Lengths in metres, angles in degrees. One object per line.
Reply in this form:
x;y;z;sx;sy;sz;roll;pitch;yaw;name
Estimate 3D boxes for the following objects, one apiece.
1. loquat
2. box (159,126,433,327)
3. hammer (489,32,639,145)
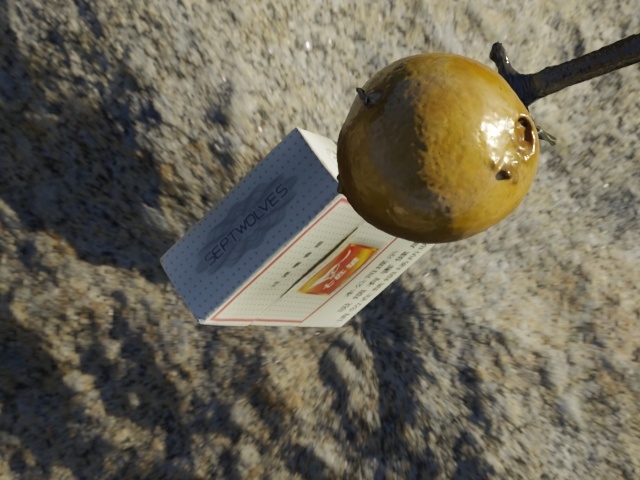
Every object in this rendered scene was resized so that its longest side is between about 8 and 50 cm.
0.081;-0.063;0.757;0.141;0.141;0.141;0;86;2;loquat
-0.001;0.000;1.205;0.210;0.330;0.095;-43;68;17;box
0.303;-0.186;1.079;0.297;0.027;0.125;-19;92;40;hammer
